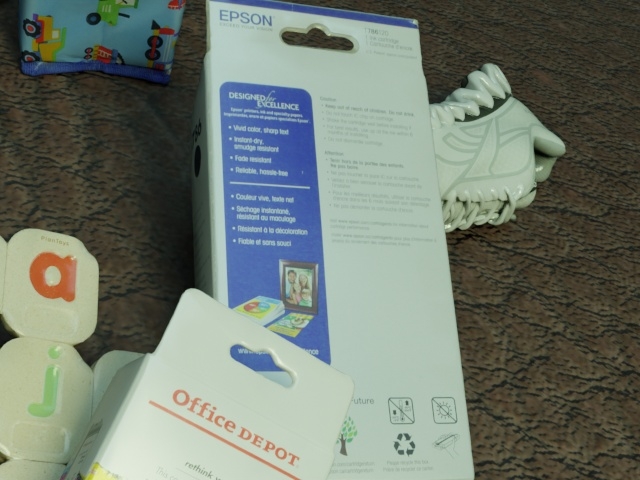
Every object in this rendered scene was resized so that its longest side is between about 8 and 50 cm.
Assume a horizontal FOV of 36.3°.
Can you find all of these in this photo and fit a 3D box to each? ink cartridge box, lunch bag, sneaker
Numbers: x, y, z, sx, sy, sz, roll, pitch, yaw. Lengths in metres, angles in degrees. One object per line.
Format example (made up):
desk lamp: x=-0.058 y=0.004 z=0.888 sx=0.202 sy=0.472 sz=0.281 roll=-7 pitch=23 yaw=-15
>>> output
ink cartridge box: x=-0.072 y=0.137 z=0.494 sx=0.115 sy=0.067 sz=0.198 roll=32 pitch=64 yaw=-16
ink cartridge box: x=0.000 y=0.000 z=0.651 sx=0.165 sy=0.065 sz=0.333 roll=4 pitch=70 yaw=-19
lunch bag: x=-0.202 y=-0.319 z=0.874 sx=0.138 sy=0.221 sz=0.293 roll=1 pitch=46 yaw=-22
sneaker: x=0.117 y=-0.055 z=0.825 sx=0.118 sy=0.110 sz=0.292 roll=42 pitch=45 yaw=9

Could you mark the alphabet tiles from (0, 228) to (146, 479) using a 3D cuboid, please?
alphabet tiles: x=-0.202 y=0.111 z=0.500 sx=0.284 sy=0.021 sz=0.278 roll=13 pitch=59 yaw=-31
